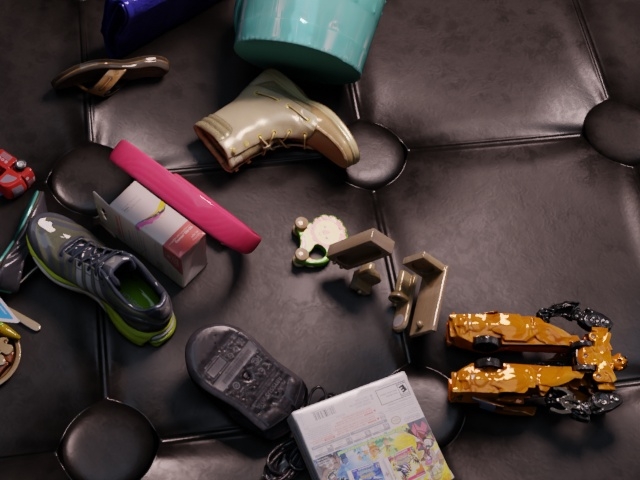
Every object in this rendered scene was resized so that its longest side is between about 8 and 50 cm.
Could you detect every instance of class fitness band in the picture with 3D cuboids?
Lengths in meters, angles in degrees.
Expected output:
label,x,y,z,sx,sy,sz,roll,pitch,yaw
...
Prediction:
label,x,y,z,sx,sy,sz,roll,pitch,yaw
fitness band,-0.227,-0.068,1.760,0.291,0.209,0.054,35,89,13

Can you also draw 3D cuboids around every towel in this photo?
label,x,y,z,sx,sy,sz,roll,pitch,yaw
towel,-0.271,-0.470,1.972,0.308,0.228,0.076,-35,91,-22

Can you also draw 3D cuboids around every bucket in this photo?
label,x,y,z,sx,sy,sz,roll,pitch,yaw
bucket,-0.024,-0.407,1.924,0.281,0.281,0.183,13,84,3

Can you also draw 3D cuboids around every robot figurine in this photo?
label,x,y,z,sx,sy,sz,roll,pitch,yaw
robot figurine,0.354,0.198,1.731,0.291,0.085,0.211,4,61,-2

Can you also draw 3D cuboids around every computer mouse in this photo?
label,x,y,z,sx,sy,sz,roll,pitch,yaw
computer mouse,-0.108,0.247,1.678,0.272,0.072,0.188,43,63,4

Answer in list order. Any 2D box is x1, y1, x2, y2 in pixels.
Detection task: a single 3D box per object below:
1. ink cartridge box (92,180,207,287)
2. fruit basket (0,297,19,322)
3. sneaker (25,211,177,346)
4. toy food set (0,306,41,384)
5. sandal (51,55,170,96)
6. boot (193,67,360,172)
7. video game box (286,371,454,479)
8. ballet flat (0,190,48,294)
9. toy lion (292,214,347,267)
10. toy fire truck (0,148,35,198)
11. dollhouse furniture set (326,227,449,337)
label,x,y,z,sx,sy,sz,roll,pitch,yaw
ink cartridge box,-0.286,-0.021,1.780,0.198,0.115,0.067,36,65,14
fruit basket,-0.665,0.009,1.587,0.353,0.165,0.327,8,24,-50
sneaker,-0.351,0.044,1.720,0.300,0.121,0.111,35,57,5
toy food set,-0.548,0.179,1.689,0.132,0.038,0.192,25,62,9
sandal,-0.386,-0.298,1.960,0.219,0.090,0.060,-8,83,-17
boot,-0.079,-0.179,1.899,0.203,0.095,0.262,-39,69,-23
video game box,0.077,0.322,1.632,0.205,0.048,0.187,-16,69,-22
ballet flat,-0.494,0.009,1.780,0.074,0.074,0.203,16,54,4
toy lion,0.000,0.000,1.845,0.096,0.034,0.100,5,60,-11
toy fire truck,-0.613,-0.119,1.847,0.192,0.047,0.135,34,64,13
dollhouse furniture set,0.100,0.077,1.743,0.151,0.144,0.123,33,56,-29
